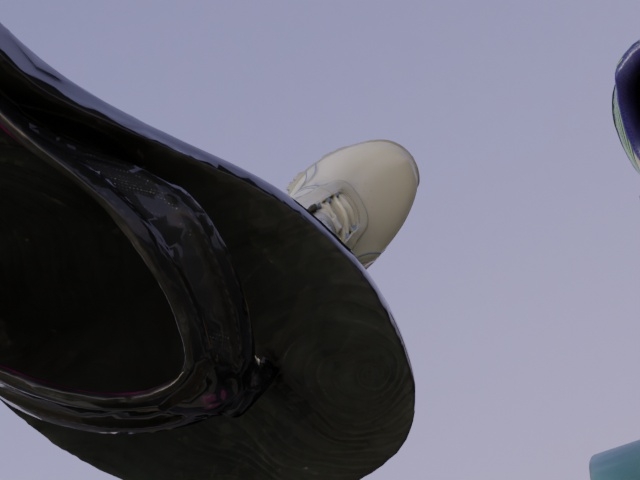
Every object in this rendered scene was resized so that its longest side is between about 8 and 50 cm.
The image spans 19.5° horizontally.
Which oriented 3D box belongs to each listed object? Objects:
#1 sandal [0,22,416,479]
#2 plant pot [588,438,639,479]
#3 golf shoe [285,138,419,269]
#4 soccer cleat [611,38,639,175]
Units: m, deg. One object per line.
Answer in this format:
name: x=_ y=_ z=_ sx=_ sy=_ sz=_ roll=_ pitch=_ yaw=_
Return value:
sandal: x=-0.143 y=-0.004 z=0.833 sx=0.445 sy=0.107 sz=0.167 roll=38 pitch=-72 yaw=-18
plant pot: x=0.359 y=0.236 z=1.313 sx=0.235 sy=0.293 sz=0.293 roll=-27 pitch=-27 yaw=12
golf shoe: x=0.000 y=0.000 z=1.016 sx=0.176 sy=0.069 sz=0.086 roll=-40 pitch=8 yaw=-26
soccer cleat: x=0.249 y=0.003 z=0.948 sx=0.093 sy=0.289 sz=0.121 roll=-45 pitch=-28 yaw=9
